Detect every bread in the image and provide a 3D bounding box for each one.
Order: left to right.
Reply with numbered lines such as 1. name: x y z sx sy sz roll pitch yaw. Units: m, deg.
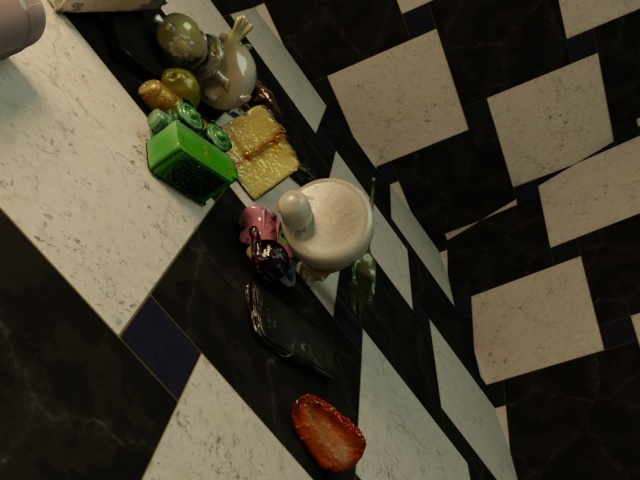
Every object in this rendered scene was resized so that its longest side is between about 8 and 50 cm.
1. bread: -0.181 -0.262 1.850 0.240 0.178 0.135 55 16 -15

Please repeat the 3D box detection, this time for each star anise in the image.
1. star anise: -0.259 -0.531 2.231 0.350 0.109 0.292 51 23 13

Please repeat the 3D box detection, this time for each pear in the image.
1. pear: -0.366 -0.388 1.668 0.131 0.107 0.107 69 3 -51

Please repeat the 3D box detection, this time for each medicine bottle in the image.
1. medicine bottle: -0.561 -0.356 1.046 0.133 0.133 0.250 51 20 -20

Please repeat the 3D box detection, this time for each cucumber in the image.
1. cucumber: -0.090 -0.258 2.287 0.293 0.067 0.068 38 26 -46

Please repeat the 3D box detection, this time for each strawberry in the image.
1. strawberry: 0.018 0.397 1.348 0.188 0.121 0.082 55 11 0

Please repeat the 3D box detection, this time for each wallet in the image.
1. wallet: -0.501 -0.594 1.691 0.197 0.051 0.378 25 44 -61
2. wallet: -0.062 0.227 1.550 0.318 0.045 0.172 40 23 -42

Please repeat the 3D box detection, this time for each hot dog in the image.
1. hot dog: -0.348 -0.302 1.640 0.289 0.083 0.068 41 43 -43

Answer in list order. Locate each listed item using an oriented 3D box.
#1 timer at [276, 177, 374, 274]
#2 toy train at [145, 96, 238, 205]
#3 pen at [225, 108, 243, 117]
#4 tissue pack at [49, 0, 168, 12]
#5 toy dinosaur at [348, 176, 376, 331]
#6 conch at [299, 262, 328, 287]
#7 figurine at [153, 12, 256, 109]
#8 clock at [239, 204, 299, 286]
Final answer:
1. timer: 0.015 -0.048 1.583 0.240 0.233 0.234 75 -9 -68
2. toy train: -0.302 -0.206 1.510 0.243 0.132 0.188 32 35 -50
3. pen: -0.257 -0.409 2.157 0.204 0.025 0.025 24 37 -62
4. tissue pack: -0.462 -0.650 1.499 0.125 0.242 0.343 58 37 -1
5. toy dinosaur: 0.129 0.060 1.939 0.447 0.087 0.301 94 1 -48
6. conch: 0.010 0.003 1.860 0.324 0.186 0.263 -38 140 -77
7. figurine: -0.317 -0.541 1.808 0.226 0.275 0.394 43 9 27
8. clock: -0.123 0.027 1.642 0.194 0.100 0.196 43 24 -44
